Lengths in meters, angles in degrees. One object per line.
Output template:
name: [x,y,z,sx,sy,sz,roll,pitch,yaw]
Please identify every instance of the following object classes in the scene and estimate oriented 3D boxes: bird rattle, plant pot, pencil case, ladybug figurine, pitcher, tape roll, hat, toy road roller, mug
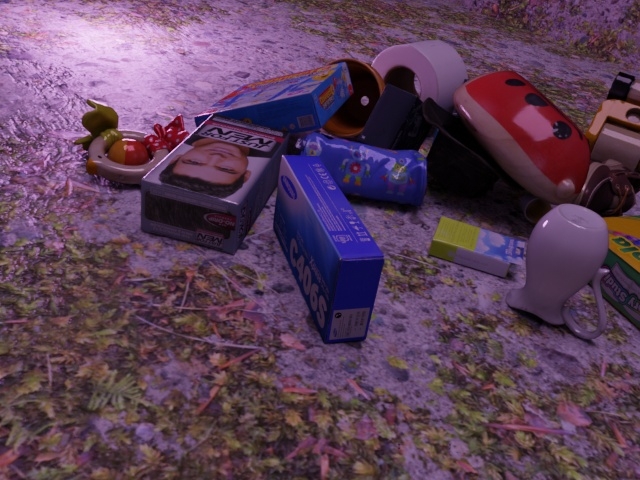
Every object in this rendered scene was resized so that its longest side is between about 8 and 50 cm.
bird rattle: [-0.399,-0.187,1.350,0.254,0.143,0.207,16,41,-16]
plant pot: [0.100,-0.390,1.739,0.205,0.205,0.188,22,17,18]
pencil case: [0.091,-0.162,1.409,0.306,0.133,0.119,11,2,-2]
ladybug figurine: [0.476,-0.255,1.459,0.305,0.162,0.449,20,32,-35]
pitcher: [0.434,0.057,1.086,0.178,0.207,0.125,32,38,29]
tape roll: [0.280,-0.449,1.823,0.246,0.246,0.169,31,36,30]
hat: [0.338,-0.192,1.513,0.331,0.134,0.331,31,28,-18]
toy road roller: [0.941,-0.325,1.920,0.203,0.240,0.329,26,72,23]
mug: [0.501,-0.075,1.477,0.062,0.078,0.064,-24,23,6]

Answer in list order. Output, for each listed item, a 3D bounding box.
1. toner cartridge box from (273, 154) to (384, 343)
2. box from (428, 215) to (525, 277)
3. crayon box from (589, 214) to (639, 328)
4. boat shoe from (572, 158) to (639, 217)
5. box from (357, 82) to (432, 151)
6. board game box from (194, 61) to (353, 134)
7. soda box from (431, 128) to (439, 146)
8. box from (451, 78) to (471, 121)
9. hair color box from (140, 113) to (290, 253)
toner cartridge box: [0.000,0.000,1.084,0.075,0.165,0.348,-1,33,-19]
box: [0.317,0.014,1.275,0.178,0.042,0.109,18,33,11]
crayon box: [0.714,0.082,1.226,0.313,0.106,0.363,-3,34,-22]
boat shoe: [0.715,-0.120,1.548,0.123,0.123,0.342,30,30,30]
box: [0.191,-0.277,1.550,0.093,0.156,0.158,32,8,29]
board game box: [-0.106,-0.336,1.556,0.308,0.086,0.302,-7,25,21]
soda box: [0.419,-0.286,1.769,0.210,0.067,0.071,-9,36,-30]
box: [0.447,-0.378,1.819,0.162,0.116,0.029,23,-5,-43]
hair color box: [-0.200,-0.131,1.283,0.185,0.113,0.374,14,32,5]
